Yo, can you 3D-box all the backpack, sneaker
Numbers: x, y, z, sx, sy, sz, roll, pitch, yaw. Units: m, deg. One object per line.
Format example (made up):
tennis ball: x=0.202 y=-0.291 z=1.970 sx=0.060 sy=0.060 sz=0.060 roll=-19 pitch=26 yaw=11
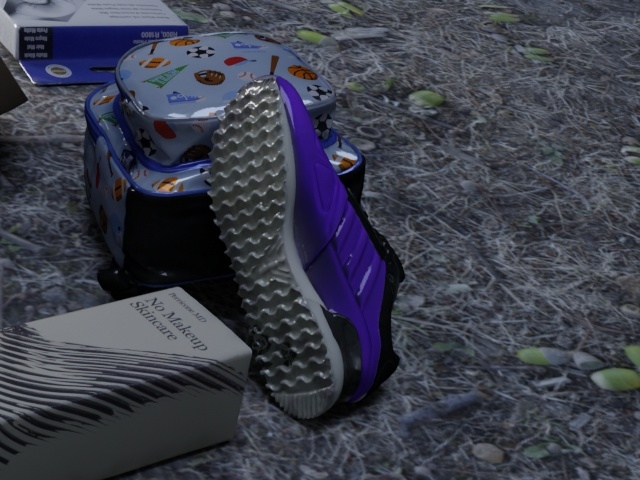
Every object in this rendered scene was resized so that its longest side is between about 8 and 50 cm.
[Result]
backpack: x=-0.108 y=-0.082 z=1.637 sx=0.276 sy=0.213 sz=0.263 roll=-4 pitch=23 yaw=-25
sneaker: x=-0.001 y=0.000 z=1.499 sx=0.146 sy=0.293 sz=0.102 roll=-9 pitch=-4 yaw=-44

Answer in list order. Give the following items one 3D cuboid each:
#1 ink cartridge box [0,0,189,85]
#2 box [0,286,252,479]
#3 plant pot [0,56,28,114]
ink cartridge box: x=-0.275 y=-0.254 z=2.024 sx=0.223 sy=0.045 sz=0.224 roll=-6 pitch=34 yaw=-33
box: x=-0.195 y=0.123 z=1.326 sx=0.275 sy=0.094 sz=0.113 roll=-15 pitch=39 yaw=-41
plant pot: x=-0.442 y=-0.206 z=1.682 sx=0.191 sy=0.284 sz=0.284 roll=-34 pitch=42 yaw=-5
